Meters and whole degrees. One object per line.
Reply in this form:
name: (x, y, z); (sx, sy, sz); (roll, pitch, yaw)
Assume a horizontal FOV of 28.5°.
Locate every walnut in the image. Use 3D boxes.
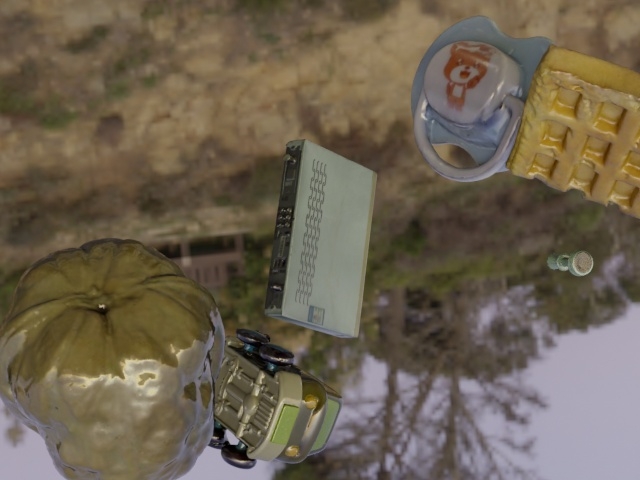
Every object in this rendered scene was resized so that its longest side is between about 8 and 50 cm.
walnut: (-0.242, 0.144, 1.486); (0.253, 0.277, 0.282); (-39, -130, -23)

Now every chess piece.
chess piece: (0.398, 0.035, 2.040); (0.042, 0.042, 0.093); (-8, -176, -23)

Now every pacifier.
pacifier: (0.253, -0.185, 1.783); (0.207, 0.227, 0.279); (13, -166, -42)

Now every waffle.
waffle: (0.362, -0.121, 1.528); (0.248, 0.055, 0.221); (21, 150, 8)

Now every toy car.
toy car: (-0.068, 0.267, 2.058); (0.198, 0.204, 0.248); (17, -175, -35)

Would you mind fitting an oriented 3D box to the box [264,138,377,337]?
box: (0.000, 0.000, 1.904); (0.045, 0.270, 0.211); (-3, 165, 40)
